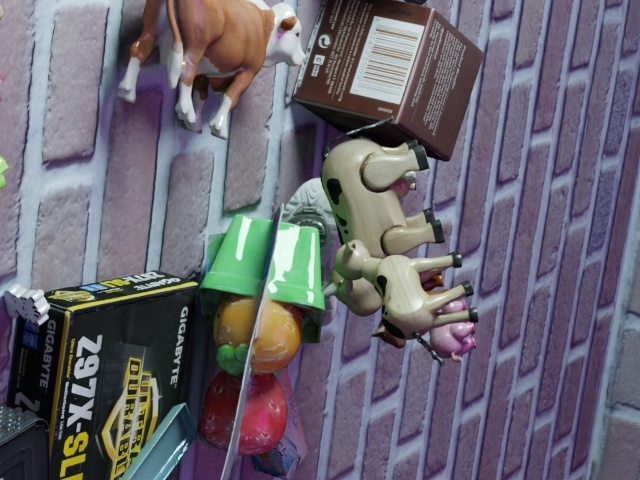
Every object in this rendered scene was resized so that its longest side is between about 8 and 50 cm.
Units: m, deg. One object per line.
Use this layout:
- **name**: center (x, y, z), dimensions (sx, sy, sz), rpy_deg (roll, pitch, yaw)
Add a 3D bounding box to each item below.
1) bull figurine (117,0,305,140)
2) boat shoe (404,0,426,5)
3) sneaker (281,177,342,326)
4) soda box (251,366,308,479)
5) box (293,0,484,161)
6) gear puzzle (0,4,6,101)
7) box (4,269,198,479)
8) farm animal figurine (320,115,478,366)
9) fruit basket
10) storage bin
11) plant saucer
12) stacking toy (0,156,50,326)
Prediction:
- **bull figurine**: center (-0.125, -0.223, 2.099), dimensions (0.310, 0.101, 0.188), rpy_deg (20, 88, -63)
- **boat shoe**: center (0.118, -0.411, 2.414), dimensions (0.080, 0.229, 0.076), rpy_deg (5, 141, -29)
- **sneaker**: center (0.000, 0.000, 2.480), dimensions (0.115, 0.090, 0.232), rpy_deg (-54, 154, -50)
- **soda box**: center (-0.069, 0.252, 2.491), dimensions (0.063, 0.058, 0.183), rpy_deg (-53, 145, -36)
- **box**: center (0.095, -0.226, 2.433), dimensions (0.203, 0.167, 0.168), rpy_deg (28, 78, -62)
- **gear puzzle**: center (-0.410, -0.142, 1.674), dimensions (0.339, 0.044, 0.175), rpy_deg (-39, 136, -48)
- **box**: center (-0.265, 0.209, 2.090), dimensions (0.257, 0.079, 0.322), rpy_deg (-9, 112, -58)
- **farm animal figurine**: center (0.075, 0.012, 2.266), dimensions (0.330, 0.172, 0.327), rpy_deg (110, -35, -85)
- **fruit basket**: center (-0.098, 0.155, 2.206), dimensions (0.327, 0.165, 0.353), rpy_deg (97, 10, -77)
- **storage bin**: center (-0.377, 0.262, 1.900), dimensions (0.180, 0.084, 0.122), rpy_deg (-32, 131, -53)
- **plant saucer**: center (-0.211, 0.282, 2.128), dimensions (0.192, 0.018, 0.067), rpy_deg (-55, 147, -34)
- **stacking toy**: center (-0.365, 0.040, 1.843), dimensions (0.167, 0.052, 0.221), rpy_deg (-44, 139, -44)
